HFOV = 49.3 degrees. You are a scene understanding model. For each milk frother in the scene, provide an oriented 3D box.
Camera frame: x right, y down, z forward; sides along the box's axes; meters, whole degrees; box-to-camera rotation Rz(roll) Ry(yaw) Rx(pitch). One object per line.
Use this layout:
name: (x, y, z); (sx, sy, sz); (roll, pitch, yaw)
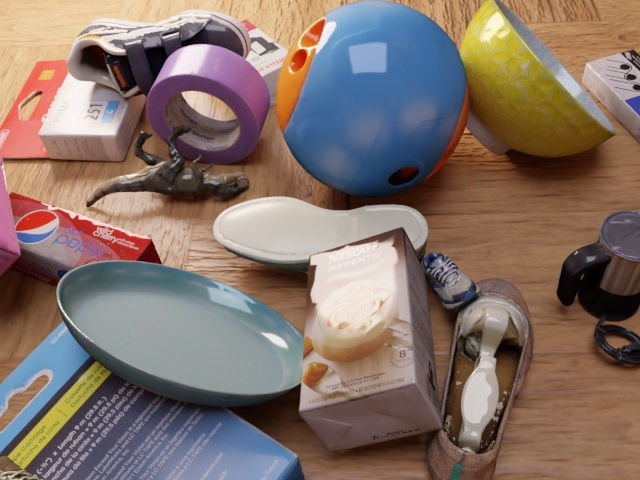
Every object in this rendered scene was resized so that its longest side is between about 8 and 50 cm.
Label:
milk frother: (0.391, 0.064, 0.890); (0.129, 0.134, 0.143); (-29, 54, -17)

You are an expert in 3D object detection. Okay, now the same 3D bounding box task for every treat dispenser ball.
treat dispenser ball: (0.076, -0.209, 1.046); (0.288, 0.288, 0.288); (-3, 50, 3)

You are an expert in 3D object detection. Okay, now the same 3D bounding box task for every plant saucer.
plant saucer: (-0.164, 0.113, 0.854); (0.318, 0.043, 0.317); (20, 14, -5)

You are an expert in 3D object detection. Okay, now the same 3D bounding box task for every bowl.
bowl: (0.308, -0.227, 1.105); (0.156, 0.290, 0.289); (-41, 45, 26)

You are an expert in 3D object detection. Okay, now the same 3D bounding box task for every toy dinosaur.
toy dinosaur: (-0.254, -0.121, 1.128); (0.268, 0.064, 0.118); (-3, 88, 3)

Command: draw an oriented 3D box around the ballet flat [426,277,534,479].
ballet flat: (0.206, 0.150, 0.853); (0.108, 0.106, 0.315); (10, 52, 13)

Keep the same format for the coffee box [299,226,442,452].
coffee box: (0.059, 0.115, 0.855); (0.141, 0.098, 0.246); (-18, 39, 17)

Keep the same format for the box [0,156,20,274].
box: (-0.554, 0.003, 0.967); (0.243, 0.117, 0.213); (-41, 51, 15)

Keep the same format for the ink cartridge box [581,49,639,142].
ink cartridge box: (0.547, -0.241, 1.188); (0.097, 0.046, 0.207); (-17, 51, -7)

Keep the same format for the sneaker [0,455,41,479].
sneaker: (-0.307, 0.253, 0.690); (0.192, 0.064, 0.086); (-14, 60, 1)

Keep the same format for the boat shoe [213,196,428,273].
boat shoe: (-0.001, 0.004, 1.005); (0.305, 0.091, 0.109); (2, 59, 8)

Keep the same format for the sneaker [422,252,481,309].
sneaker: (0.166, 0.050, 0.932); (0.052, 0.058, 0.135); (-34, 15, -3)

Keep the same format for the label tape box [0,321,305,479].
label tape box: (-0.228, 0.269, 0.781); (0.348, 0.115, 0.249); (26, 60, 24)

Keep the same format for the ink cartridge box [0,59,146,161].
ink cartridge box: (-0.459, -0.270, 1.291); (0.261, 0.066, 0.296); (1, 50, 5)

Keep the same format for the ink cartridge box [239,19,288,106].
ink cartridge box: (-0.136, -0.324, 1.301); (0.127, 0.072, 0.175); (-32, 55, -20)

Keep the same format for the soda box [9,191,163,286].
soda box: (-0.368, 0.017, 1.031); (0.263, 0.083, 0.092); (18, 55, 18)

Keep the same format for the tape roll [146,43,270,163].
tape roll: (-0.182, -0.219, 1.142); (0.189, 0.189, 0.080); (6, 52, 10)

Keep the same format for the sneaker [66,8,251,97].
sneaker: (-0.282, -0.311, 1.196); (0.321, 0.126, 0.127); (2, 45, 18)
